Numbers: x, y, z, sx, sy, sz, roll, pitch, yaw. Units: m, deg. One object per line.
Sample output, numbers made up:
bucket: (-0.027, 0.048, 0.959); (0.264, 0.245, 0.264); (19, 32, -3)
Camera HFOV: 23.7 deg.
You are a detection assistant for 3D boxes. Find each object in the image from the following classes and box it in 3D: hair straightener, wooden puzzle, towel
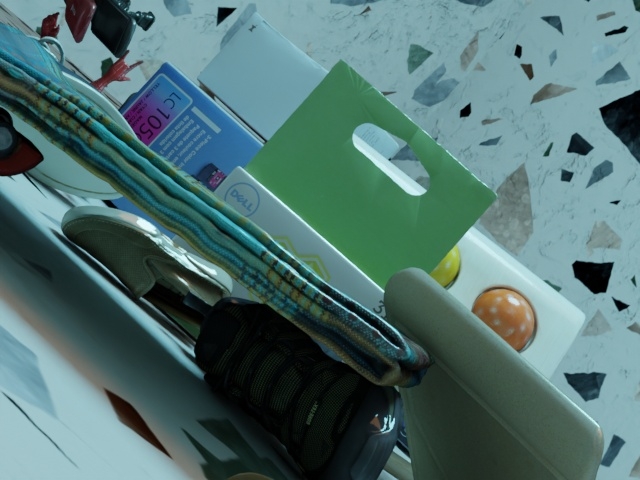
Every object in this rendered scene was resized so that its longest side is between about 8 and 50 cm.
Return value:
hair straightener: (-0.208, -0.213, 1.466); (0.089, 0.047, 0.230); (20, 8, -23)
wooden puzzle: (0.123, 0.159, 1.033); (0.221, 0.044, 0.238); (43, -32, 46)
towel: (-0.089, -0.034, 0.915); (0.370, 0.040, 0.271); (36, 0, 8)

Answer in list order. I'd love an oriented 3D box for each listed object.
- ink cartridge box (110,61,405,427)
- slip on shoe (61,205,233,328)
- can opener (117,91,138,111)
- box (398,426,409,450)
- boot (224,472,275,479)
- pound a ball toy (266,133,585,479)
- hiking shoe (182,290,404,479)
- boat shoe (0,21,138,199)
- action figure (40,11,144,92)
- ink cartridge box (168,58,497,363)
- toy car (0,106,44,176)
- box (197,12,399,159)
ink cartridge box: (-0.025, 0.025, 1.506); (0.395, 0.151, 0.270); (41, 1, 33)
slip on shoe: (-0.125, 0.021, 1.087); (0.135, 0.051, 0.041); (32, 50, -23)
can opener: (-0.254, -0.149, 1.772); (0.076, 0.095, 0.283); (41, 1, 0)
box: (0.076, 0.117, 1.710); (0.247, 0.142, 0.163); (43, 0, 21)
boot: (0.047, 0.171, 0.563); (0.197, 0.073, 0.152); (46, 0, 44)
pound a ball toy: (0.069, 0.072, 1.233); (0.319, 0.208, 0.136); (38, -27, -1)
hiking shoe: (-0.029, 0.097, 0.989); (0.114, 0.086, 0.227); (23, 5, -24)
boat shoe: (-0.245, -0.120, 1.220); (0.254, 0.095, 0.079); (30, 19, -33)
action figure: (-0.290, -0.193, 1.471); (0.280, 0.139, 0.091); (44, 1, -35)
ink cartridge box: (0.000, 0.000, 1.159); (0.171, 0.235, 0.056); (41, 0, 0)
toy car: (-0.294, -0.132, 0.912); (0.225, 0.053, 0.239); (42, 1, 36)
box: (-0.021, -0.129, 1.544); (0.130, 0.091, 0.170); (43, 2, 35)
